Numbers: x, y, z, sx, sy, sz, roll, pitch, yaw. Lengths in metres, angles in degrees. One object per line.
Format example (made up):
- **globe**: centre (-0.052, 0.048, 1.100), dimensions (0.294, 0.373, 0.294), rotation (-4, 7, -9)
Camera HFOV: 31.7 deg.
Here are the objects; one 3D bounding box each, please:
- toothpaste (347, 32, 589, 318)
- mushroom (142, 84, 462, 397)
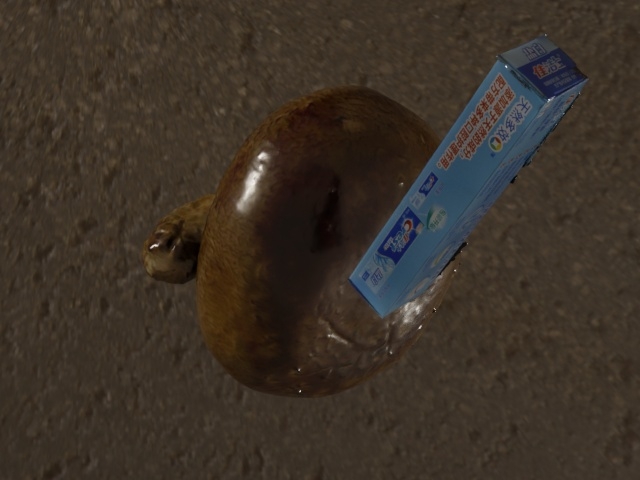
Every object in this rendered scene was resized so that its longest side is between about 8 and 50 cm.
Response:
- **toothpaste**: centre (0.106, -0.042, 0.875), dimensions (0.066, 0.053, 0.272), rotation (-26, 159, -39)
- **mushroom**: centre (0.015, 0.014, 1.174), dimensions (0.345, 0.239, 0.345), rotation (-21, 155, -10)
